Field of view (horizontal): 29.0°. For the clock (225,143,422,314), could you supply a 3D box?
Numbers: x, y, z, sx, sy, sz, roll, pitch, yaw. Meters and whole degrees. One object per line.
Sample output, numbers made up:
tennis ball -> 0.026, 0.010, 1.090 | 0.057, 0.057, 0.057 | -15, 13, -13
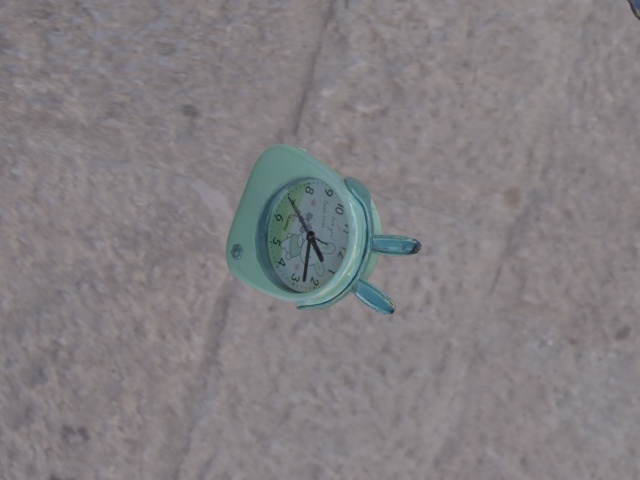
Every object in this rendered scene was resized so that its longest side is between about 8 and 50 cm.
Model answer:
clock -> 0.000, 0.000, 0.840 | 0.041, 0.135, 0.101 | 8, 108, -54

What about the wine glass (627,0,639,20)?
wine glass -> 0.135, -0.168, 0.266 | 0.156, 0.156, 0.232 | 27, 76, -29
